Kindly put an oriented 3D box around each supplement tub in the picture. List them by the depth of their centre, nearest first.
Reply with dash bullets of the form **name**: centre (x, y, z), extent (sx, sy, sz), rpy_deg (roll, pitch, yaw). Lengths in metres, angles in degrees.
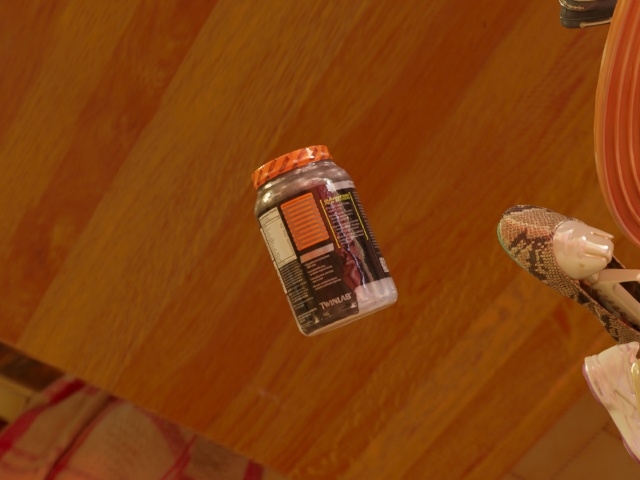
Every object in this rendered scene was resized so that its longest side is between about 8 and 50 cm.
- **supplement tub**: centre (0.000, 0.000, 2.003), extent (0.207, 0.207, 0.338), rpy_deg (-23, 82, 15)

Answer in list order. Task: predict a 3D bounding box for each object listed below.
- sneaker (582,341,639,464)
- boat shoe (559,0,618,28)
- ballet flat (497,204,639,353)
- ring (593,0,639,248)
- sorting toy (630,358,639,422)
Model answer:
- **sneaker**: centre (0.660, 0.344, 2.067), extent (0.152, 0.114, 0.305), rpy_deg (-32, 94, 16)
- **boat shoe**: centre (0.464, -0.352, 1.460), extent (0.254, 0.095, 0.079), rpy_deg (-14, 137, -7)
- **ballet flat**: centre (0.590, 0.073, 2.147), extent (0.482, 0.164, 0.182), rpy_deg (39, 156, -20)
- **ring**: centre (0.269, -0.139, 0.574), extent (0.336, 0.032, 0.337), rpy_deg (-21, 130, -27)
- **sorting toy**: centre (0.400, 0.198, 0.799), extent (0.255, 0.257, 0.089), rpy_deg (-20, 153, 35)
